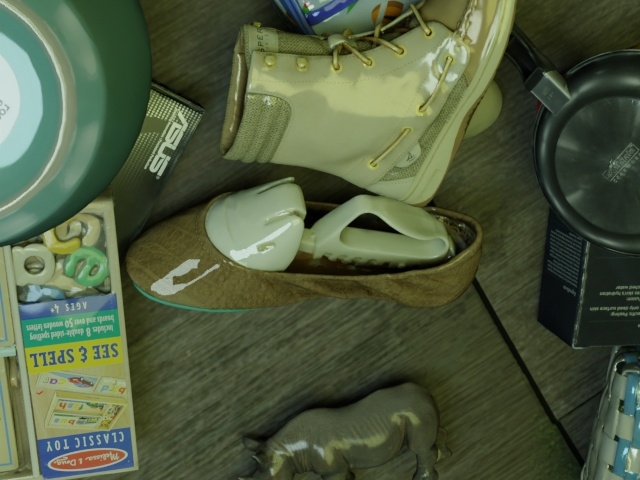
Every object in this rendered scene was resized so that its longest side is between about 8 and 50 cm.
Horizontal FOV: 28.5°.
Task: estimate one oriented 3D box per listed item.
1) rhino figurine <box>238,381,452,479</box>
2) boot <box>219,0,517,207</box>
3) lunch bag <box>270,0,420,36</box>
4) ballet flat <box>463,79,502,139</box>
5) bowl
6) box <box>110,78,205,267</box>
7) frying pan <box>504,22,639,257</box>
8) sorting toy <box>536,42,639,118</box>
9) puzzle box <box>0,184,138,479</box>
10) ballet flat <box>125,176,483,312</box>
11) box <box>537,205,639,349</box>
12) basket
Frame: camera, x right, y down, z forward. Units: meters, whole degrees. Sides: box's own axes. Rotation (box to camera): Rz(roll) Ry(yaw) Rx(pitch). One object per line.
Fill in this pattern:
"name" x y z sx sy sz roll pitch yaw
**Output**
"rhino figurine" 0.014 0.211 1.254 0.243 0.073 0.106 -16 112 -10
"boot" 0.036 -0.162 1.047 0.204 0.095 0.262 12 121 -16
"lunch bag" 0.069 -0.316 1.106 0.303 0.115 0.243 -33 113 -4
"ballet flat" 0.065 -0.125 1.171 0.249 0.086 0.086 1 104 -16
"bowl" -0.275 -0.115 0.930 0.312 0.163 0.311 -4 109 -11
"box" -0.227 -0.078 1.122 0.184 0.045 0.190 28 97 -18
"frying pan" 0.251 -0.130 1.136 0.197 0.053 0.326 -25 96 35
"sorting toy" 0.387 -0.081 1.177 0.366 0.126 0.127 29 59 2
"puzzle box" -0.373 0.102 1.100 0.409 0.052 0.272 -7 113 -10
"ballet flat" 0.000 0.000 1.149 0.343 0.116 0.124 5 144 -21
"box" 0.313 0.021 1.273 0.156 0.093 0.158 0 104 -16
"basket" 0.423 0.230 1.289 0.289 0.201 0.254 8 102 2
